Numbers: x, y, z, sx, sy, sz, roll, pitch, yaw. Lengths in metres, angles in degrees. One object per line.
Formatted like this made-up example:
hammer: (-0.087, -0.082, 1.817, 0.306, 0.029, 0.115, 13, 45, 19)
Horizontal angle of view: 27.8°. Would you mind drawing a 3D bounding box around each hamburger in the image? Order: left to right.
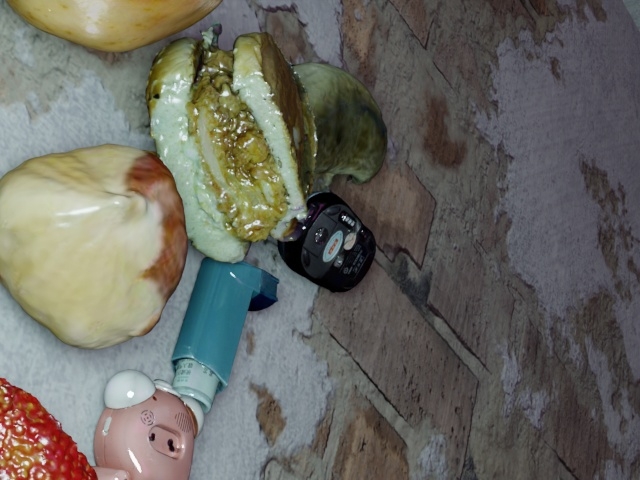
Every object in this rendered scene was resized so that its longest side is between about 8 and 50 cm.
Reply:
hamburger: (-0.116, -0.151, 1.842, 0.277, 0.195, 0.318, -84, 160, -64)

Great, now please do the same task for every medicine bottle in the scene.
medicine bottle: (-0.145, 0.131, 1.859, 0.124, 0.079, 0.258, 47, 45, -36)

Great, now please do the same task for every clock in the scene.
clock: (-0.219, 0.259, 1.684, 0.166, 0.092, 0.162, 35, 58, -45)

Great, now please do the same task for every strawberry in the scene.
strawberry: (-0.324, 0.253, 1.509, 0.174, 0.098, 0.228, 26, 43, -76)

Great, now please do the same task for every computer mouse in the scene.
computer mouse: (0.000, 0.000, 2.080, 0.137, 0.096, 0.233, -54, 145, -5)

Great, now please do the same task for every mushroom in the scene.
mushroom: (0.008, -0.179, 2.140, 0.344, 0.130, 0.248, 15, 66, -53)

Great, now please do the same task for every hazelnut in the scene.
hazelnut: (-0.277, -0.007, 1.567, 0.261, 0.241, 0.261, 3, 83, -29)

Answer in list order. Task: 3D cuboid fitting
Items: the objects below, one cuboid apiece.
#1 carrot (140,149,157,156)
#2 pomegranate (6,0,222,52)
carrot: (-0.245, -0.010, 1.785, 0.057, 0.057, 0.224, 22, 65, -52)
pomegranate: (-0.276, -0.431, 1.605, 0.411, 0.411, 0.412, 23, 61, -51)
